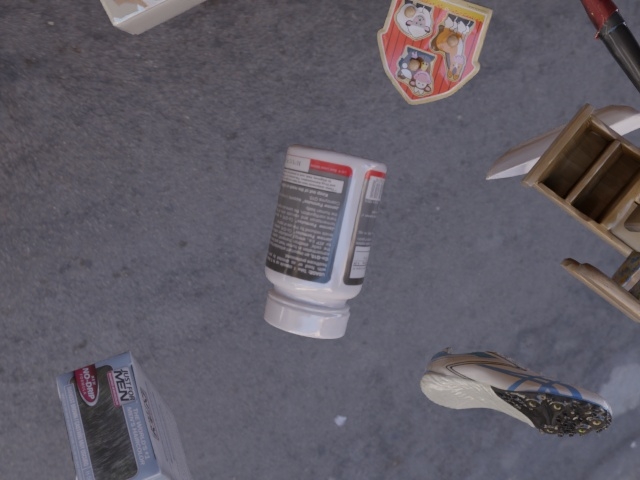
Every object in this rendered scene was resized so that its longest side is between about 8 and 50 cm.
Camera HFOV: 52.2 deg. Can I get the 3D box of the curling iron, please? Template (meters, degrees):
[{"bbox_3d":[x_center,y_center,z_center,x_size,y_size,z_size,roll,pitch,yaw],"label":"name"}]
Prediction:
[{"bbox_3d":[0.304,-0.237,0.720,0.068,0.035,0.274,-32,84,-16],"label":"curling iron"}]

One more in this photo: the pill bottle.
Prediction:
[{"bbox_3d":[0.000,0.000,1.043,0.161,0.161,0.283,8,97,-33],"label":"pill bottle"}]

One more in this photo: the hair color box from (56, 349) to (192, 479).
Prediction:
[{"bbox_3d":[-0.298,0.335,1.056,0.113,0.185,0.374,-18,154,-12],"label":"hair color box"}]

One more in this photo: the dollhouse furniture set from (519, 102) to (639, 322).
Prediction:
[{"bbox_3d":[0.303,-0.054,0.623,0.161,0.242,0.212,39,98,7],"label":"dollhouse furniture set"}]

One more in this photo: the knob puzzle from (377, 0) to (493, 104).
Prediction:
[{"bbox_3d":[0.182,-0.324,1.125,0.030,0.213,0.213,-43,132,-53],"label":"knob puzzle"}]

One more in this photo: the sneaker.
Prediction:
[{"bbox_3d":[0.236,0.177,0.805,0.086,0.237,0.085,-53,131,-33],"label":"sneaker"}]

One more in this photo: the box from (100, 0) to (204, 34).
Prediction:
[{"bbox_3d":[-0.250,-0.428,0.795,0.148,0.121,0.311,-26,103,3],"label":"box"}]

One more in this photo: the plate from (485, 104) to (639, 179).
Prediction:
[{"bbox_3d":[0.471,-0.190,1.233,0.277,0.278,0.045,-14,82,-57],"label":"plate"}]
